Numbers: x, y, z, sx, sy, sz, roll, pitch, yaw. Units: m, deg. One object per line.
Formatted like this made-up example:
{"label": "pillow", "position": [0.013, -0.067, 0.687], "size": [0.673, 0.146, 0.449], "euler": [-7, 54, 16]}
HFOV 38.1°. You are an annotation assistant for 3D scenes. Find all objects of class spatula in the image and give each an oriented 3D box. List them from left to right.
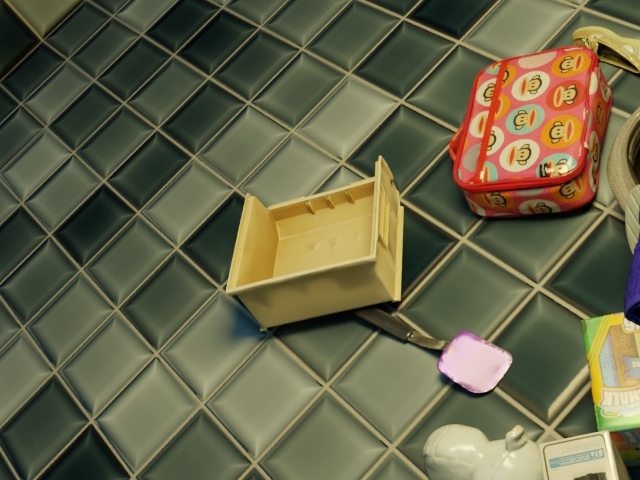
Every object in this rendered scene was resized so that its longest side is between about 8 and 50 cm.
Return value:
{"label": "spatula", "position": [0.157, 0.154, 1.457], "size": [0.296, 0.030, 0.084], "euler": [22, 64, 40]}

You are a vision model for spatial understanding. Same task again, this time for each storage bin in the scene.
{"label": "storage bin", "position": [0.000, 0.000, 1.583], "size": [0.262, 0.123, 0.260], "euler": [-15, 43, 21]}

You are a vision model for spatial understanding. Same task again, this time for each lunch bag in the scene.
{"label": "lunch bag", "position": [0.338, -0.178, 1.548], "size": [0.258, 0.120, 0.293], "euler": [-5, 54, 33]}

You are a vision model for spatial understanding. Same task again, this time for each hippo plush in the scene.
{"label": "hippo plush", "position": [0.191, 0.337, 1.162], "size": [0.294, 0.234, 0.237], "euler": [11, 64, 36]}

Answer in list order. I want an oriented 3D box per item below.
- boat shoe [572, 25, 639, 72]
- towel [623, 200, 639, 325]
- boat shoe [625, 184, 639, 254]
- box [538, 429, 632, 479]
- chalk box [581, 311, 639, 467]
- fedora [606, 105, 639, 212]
{"label": "boat shoe", "position": [0.497, -0.327, 1.602], "size": [0.153, 0.056, 0.048], "euler": [29, 69, 33]}
{"label": "towel", "position": [0.501, -0.008, 1.120], "size": [0.227, 0.076, 0.308], "euler": [14, 52, 11]}
{"label": "boat shoe", "position": [0.469, 0.020, 1.210], "size": [0.075, 0.083, 0.226], "euler": [6, 48, -17]}
{"label": "box", "position": [0.337, 0.392, 1.081], "size": [0.087, 0.169, 0.290], "euler": [-17, 51, 19]}
{"label": "chalk box", "position": [0.425, 0.210, 1.190], "size": [0.132, 0.132, 0.213], "euler": [-13, 50, 22]}
{"label": "fedora", "position": [0.550, -0.087, 1.340], "size": [0.243, 0.124, 0.275], "euler": [-33, 54, 7]}
